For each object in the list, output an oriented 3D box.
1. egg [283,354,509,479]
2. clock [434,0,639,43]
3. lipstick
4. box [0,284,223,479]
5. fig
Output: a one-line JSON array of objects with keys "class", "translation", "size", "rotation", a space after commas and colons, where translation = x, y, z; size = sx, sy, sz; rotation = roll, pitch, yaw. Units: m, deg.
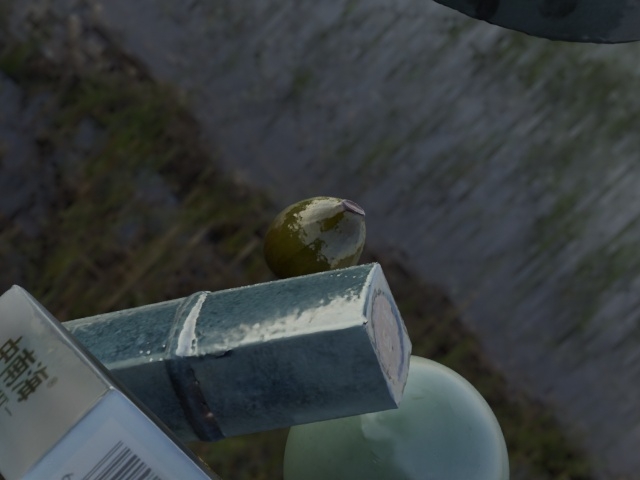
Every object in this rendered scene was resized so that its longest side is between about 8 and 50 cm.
[{"class": "egg", "translation": [0.068, 0.210, 1.765], "size": [0.203, 0.203, 0.282], "rotation": [57, -14, 25]}, {"class": "clock", "translation": [0.099, -0.243, 1.095], "size": [0.319, 0.066, 0.319], "rotation": [15, 45, -15]}, {"class": "lipstick", "translation": [-0.092, 0.081, 1.219], "size": [0.077, 0.290, 0.076], "rotation": [-74, 149, -53]}, {"class": "box", "translation": [-0.072, 0.140, 0.964], "size": [0.243, 0.067, 0.155], "rotation": [48, -5, -31]}, {"class": "fig", "translation": [0.000, 0.000, 1.505], "size": [0.074, 0.088, 0.074], "rotation": [36, 28, -23]}]
